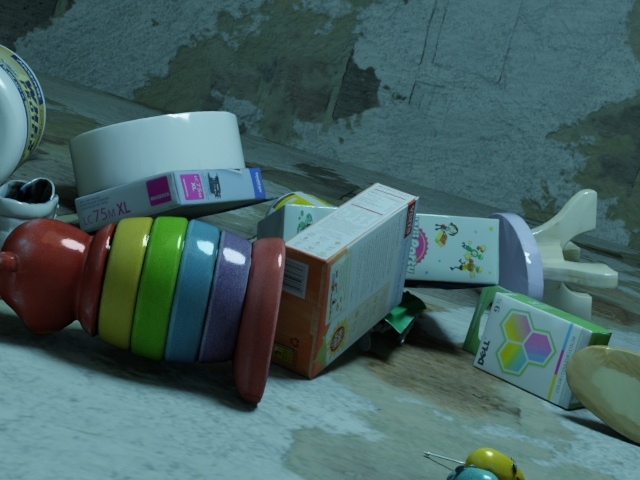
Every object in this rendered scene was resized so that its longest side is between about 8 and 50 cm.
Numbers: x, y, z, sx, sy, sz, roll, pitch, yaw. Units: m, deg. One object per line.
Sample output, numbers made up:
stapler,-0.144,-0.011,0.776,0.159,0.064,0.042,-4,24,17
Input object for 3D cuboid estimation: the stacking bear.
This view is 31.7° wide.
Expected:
stacking bear,-0.192,0.051,1.172,0.289,0.164,0.175,10,10,-6

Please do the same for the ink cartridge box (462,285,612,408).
ink cartridge box,0.275,0.136,1.520,0.209,0.109,0.062,24,12,39

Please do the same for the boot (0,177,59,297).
boot,-0.335,-0.014,1.362,0.095,0.123,0.258,16,10,2

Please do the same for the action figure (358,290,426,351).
action figure,0.085,0.101,1.550,0.137,0.064,0.232,18,14,23

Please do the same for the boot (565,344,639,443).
boot,0.457,0.211,1.465,0.295,0.104,0.211,23,6,10

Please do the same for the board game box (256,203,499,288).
board game box,0.074,0.015,1.603,0.303,0.098,0.224,2,-5,-12

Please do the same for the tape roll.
tape roll,-0.271,-0.138,1.875,0.286,0.100,0.286,-11,-1,0

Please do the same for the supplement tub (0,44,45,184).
supplement tub,-0.544,-0.192,1.716,0.228,0.228,0.316,14,10,-9

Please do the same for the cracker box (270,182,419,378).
cracker box,0.030,0.042,1.343,0.067,0.156,0.232,21,29,25

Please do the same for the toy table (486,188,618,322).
toy table,0.385,0.038,1.917,0.160,0.252,0.274,-2,25,-7

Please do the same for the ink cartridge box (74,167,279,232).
ink cartridge box,-0.216,-0.067,1.769,0.185,0.065,0.311,-13,-4,26

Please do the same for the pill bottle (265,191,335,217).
pill bottle,0.000,0.000,1.819,0.117,0.117,0.215,10,11,-30

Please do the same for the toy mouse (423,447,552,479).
toy mouse,0.179,0.234,1.059,0.161,0.031,0.143,16,10,2
